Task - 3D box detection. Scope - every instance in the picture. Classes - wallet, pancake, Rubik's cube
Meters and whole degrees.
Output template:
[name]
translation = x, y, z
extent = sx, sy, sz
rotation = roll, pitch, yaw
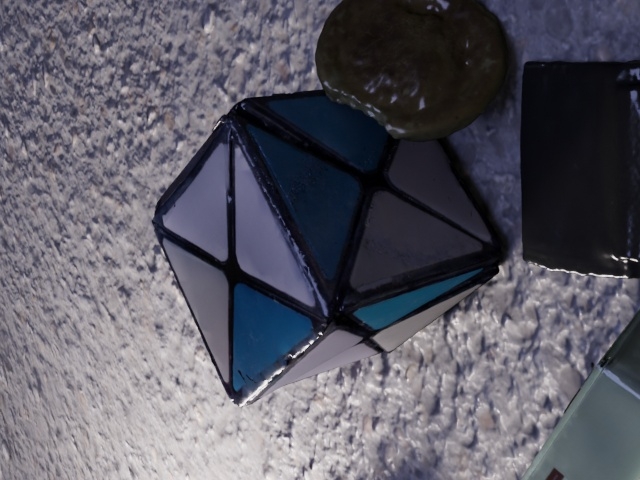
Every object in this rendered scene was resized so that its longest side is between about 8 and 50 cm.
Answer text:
[wallet]
translation = 0.341, -0.072, 1.207
extent = 0.323, 0.041, 0.247
rotation = 12, 106, 52
[pancake]
translation = 0.108, -0.227, 1.348
extent = 0.236, 0.222, 0.042
rotation = 55, 179, 25
[Rubik's cube]
translation = 0.000, 0.000, 1.439
extent = 0.310, 0.305, 0.307
rotation = -43, 65, 48

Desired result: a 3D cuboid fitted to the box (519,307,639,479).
[box]
translation = 0.331, 0.211, 1.143
extent = 0.166, 0.220, 0.290
rotation = 35, 128, 15
